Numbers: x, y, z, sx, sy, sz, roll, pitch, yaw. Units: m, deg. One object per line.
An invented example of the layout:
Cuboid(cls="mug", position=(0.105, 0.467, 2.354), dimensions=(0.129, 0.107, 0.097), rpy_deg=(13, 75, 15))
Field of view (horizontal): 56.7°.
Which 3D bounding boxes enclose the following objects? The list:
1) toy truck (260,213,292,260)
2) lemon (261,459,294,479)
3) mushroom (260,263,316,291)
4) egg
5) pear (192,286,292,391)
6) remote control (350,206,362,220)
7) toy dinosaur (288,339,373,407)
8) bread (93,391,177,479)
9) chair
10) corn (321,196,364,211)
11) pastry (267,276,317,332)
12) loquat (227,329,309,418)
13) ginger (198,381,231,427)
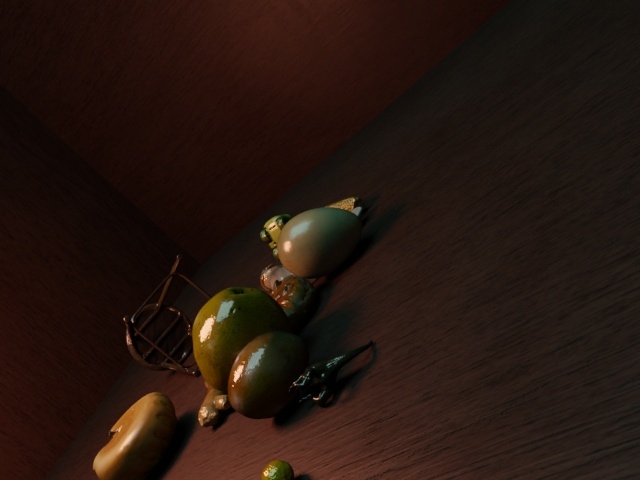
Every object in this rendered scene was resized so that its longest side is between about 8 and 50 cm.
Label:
Cuboid(cls="toy truck", position=(-0.145, -0.031, 2.511), dimensions=(0.148, 0.187, 0.210), rpy_deg=(-34, 17, 28))
Cuboid(cls="lemon", position=(-0.080, 0.456, 1.139), dimensions=(0.065, 0.065, 0.092), rpy_deg=(-49, 18, -12))
Cuboid(cls="mushroom", position=(-0.122, 0.139, 2.152), dimensions=(0.159, 0.122, 0.328), rpy_deg=(-12, 3, -20))
Cuboid(cls="egg", position=(0.000, 0.000, 1.922), dimensions=(0.295, 0.218, 0.218), rpy_deg=(-30, 17, 12))
Cuboid(cls="pear", position=(-0.215, 0.265, 1.634), dimensions=(0.294, 0.294, 0.294), rpy_deg=(-43, 14, 13))
Cuboid(cls="remote control", position=(0.052, -0.017, 2.172), dimensions=(0.293, 0.051, 0.103), rpy_deg=(-39, 14, 41))
Cuboid(cls="toy dinosaur", position=(0.006, 0.283, 1.344), dimensions=(0.187, 0.087, 0.179), rpy_deg=(-25, 26, 53))
Cuboid(cls="bread", position=(-0.569, 0.636, 1.890), dimensions=(0.333, 0.160, 0.333), rpy_deg=(-42, 16, 15))
Cuboid(cls="chair", position=(-0.616, 0.361, 2.487), dimensions=(0.410, 0.362, 0.365), rpy_deg=(-37, 15, 52))
Cuboid(cls="corn", position=(0.075, -0.107, 2.279), dimensions=(0.091, 0.091, 0.260), rpy_deg=(-35, 9, -32))
Cuboid(cls="pastry", position=(-0.122, 0.214, 1.859), dimensions=(0.236, 0.121, 0.257), rpy_deg=(-45, 13, 2))
Cuboid(cls="loquat", position=(-0.123, 0.323, 1.439), dimensions=(0.227, 0.179, 0.179), rpy_deg=(-53, 14, -6))
Cuboid(cls="ginger", position=(-0.325, 0.477, 1.825), dimensions=(0.118, 0.065, 0.299), rpy_deg=(-38, 13, -4))
